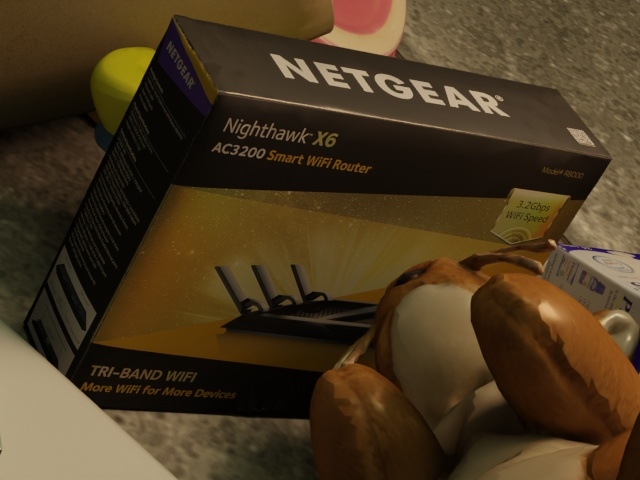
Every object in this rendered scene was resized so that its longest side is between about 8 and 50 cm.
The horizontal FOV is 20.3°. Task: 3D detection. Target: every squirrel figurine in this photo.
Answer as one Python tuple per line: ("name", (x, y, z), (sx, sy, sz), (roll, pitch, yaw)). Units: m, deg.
("squirrel figurine", (0.151, 0.186, 1.021), (0.397, 0.281, 0.370), (46, 8, -19))

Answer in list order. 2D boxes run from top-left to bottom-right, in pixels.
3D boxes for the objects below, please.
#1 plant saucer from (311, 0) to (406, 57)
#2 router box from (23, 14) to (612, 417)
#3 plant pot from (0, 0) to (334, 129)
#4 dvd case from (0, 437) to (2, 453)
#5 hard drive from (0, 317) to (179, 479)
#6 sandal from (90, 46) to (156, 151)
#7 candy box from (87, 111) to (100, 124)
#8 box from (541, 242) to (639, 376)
("plant saucer", (-0.032, -0.251, 1.515), (0.332, 0.084, 0.332), (34, 43, -39))
("router box", (0.000, 0.000, 1.137), (0.308, 0.243, 0.081), (6, 36, -35))
("plant pot", (-0.172, -0.193, 1.247), (0.256, 0.274, 0.256), (59, -6, 10))
("dvd case", (-0.232, 0.077, 0.958), (0.119, 0.013, 0.087), (14, 32, -25))
("hard drive", (-0.197, 0.123, 0.974), (0.307, 0.040, 0.203), (39, 30, 17))
("sandal", (-0.029, -0.042, 1.228), (0.317, 0.138, 0.126), (7, 25, -32))
("candy box", (-0.200, -0.166, 1.439), (0.206, 0.027, 0.105), (44, 29, 24))
("box", (0.258, 0.063, 1.412), (0.126, 0.072, 0.137), (7, 18, -35))
